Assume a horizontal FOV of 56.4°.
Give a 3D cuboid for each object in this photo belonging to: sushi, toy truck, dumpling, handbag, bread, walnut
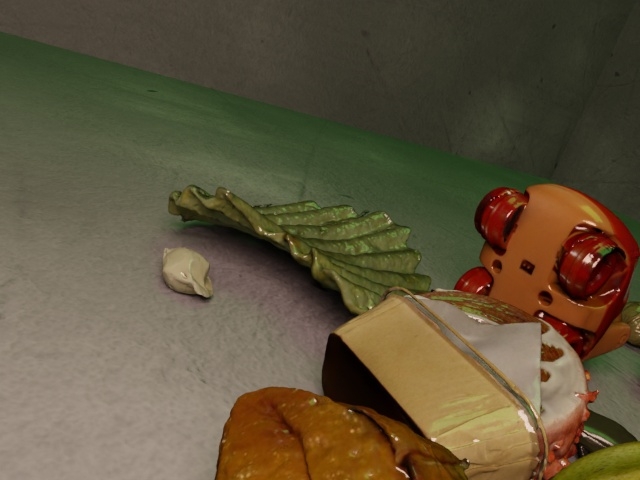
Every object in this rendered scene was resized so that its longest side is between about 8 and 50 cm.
[{"bbox_3d":[0.029,0.178,0.324,0.149,0.140,0.287,-25,33,-11],"label":"sushi"},{"bbox_3d":[0.326,0.054,0.800,0.239,0.265,0.189,-6,31,-32],"label":"toy truck"},{"bbox_3d":[-0.151,0.039,0.679,0.076,0.057,0.052,4,47,32],"label":"dumpling"},{"bbox_3d":[0.281,0.203,0.637,0.111,0.047,0.072,28,25,23],"label":"handbag"},{"bbox_3d":[0.127,0.138,0.544,0.211,0.143,0.224,-8,30,-28],"label":"bread"},{"bbox_3d":[0.562,0.147,1.049,0.092,0.092,0.092,18,18,-6],"label":"walnut"}]

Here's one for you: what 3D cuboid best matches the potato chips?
[{"bbox_3d":[0.002,0.000,0.822,0.373,0.097,0.389,27,13,20],"label":"potato chips"}]

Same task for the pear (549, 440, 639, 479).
[{"bbox_3d":[0.194,0.212,0.378,0.216,0.166,0.180,-4,15,35],"label":"pear"}]
